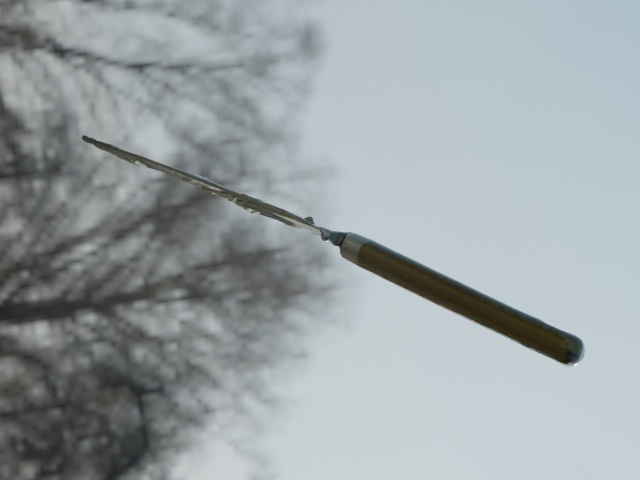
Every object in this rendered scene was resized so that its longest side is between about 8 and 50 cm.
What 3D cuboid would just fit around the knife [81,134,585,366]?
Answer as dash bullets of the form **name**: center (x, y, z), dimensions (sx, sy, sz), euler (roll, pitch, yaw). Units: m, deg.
- **knife**: center (0.001, -0.002, 0.988), dimensions (0.017, 0.298, 0.047), euler (-66, 159, 3)
